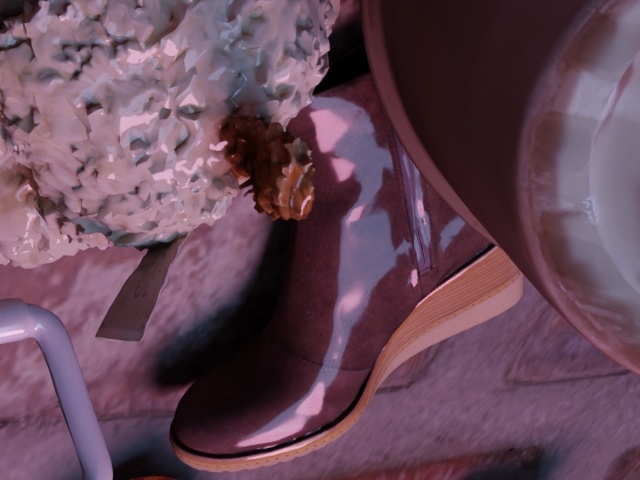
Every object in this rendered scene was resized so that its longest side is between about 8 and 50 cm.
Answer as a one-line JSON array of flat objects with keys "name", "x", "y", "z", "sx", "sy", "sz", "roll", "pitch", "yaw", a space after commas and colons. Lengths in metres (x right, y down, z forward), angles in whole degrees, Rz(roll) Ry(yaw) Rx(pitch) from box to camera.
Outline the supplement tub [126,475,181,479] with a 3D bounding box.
[{"name": "supplement tub", "x": -0.092, "y": 0.235, "z": 1.018, "sx": 0.117, "sy": 0.117, "sz": 0.190, "roll": -28, "pitch": 142, "yaw": -17}]

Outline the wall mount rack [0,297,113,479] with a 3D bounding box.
[{"name": "wall mount rack", "x": -0.261, "y": 0.121, "z": 0.665, "sx": 0.304, "sy": 0.350, "sz": 0.130, "roll": -22, "pitch": 94, "yaw": -29}]

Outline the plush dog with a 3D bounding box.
[{"name": "plush dog", "x": -0.109, "y": -0.108, "z": 0.627, "sx": 0.262, "sy": 0.210, "sz": 0.225, "roll": -47, "pitch": 118, "yaw": 6}]

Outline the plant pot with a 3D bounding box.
[{"name": "plant pot", "x": 0.168, "y": -0.082, "z": 0.683, "sx": 0.323, "sy": 0.280, "sz": 0.323, "roll": 2, "pitch": 113, "yaw": 4}]

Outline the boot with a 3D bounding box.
[{"name": "boot", "x": 0.000, "y": 0.000, "z": 0.917, "sx": 0.248, "sy": 0.090, "sz": 0.207, "roll": -30, "pitch": 130, "yaw": -13}]
